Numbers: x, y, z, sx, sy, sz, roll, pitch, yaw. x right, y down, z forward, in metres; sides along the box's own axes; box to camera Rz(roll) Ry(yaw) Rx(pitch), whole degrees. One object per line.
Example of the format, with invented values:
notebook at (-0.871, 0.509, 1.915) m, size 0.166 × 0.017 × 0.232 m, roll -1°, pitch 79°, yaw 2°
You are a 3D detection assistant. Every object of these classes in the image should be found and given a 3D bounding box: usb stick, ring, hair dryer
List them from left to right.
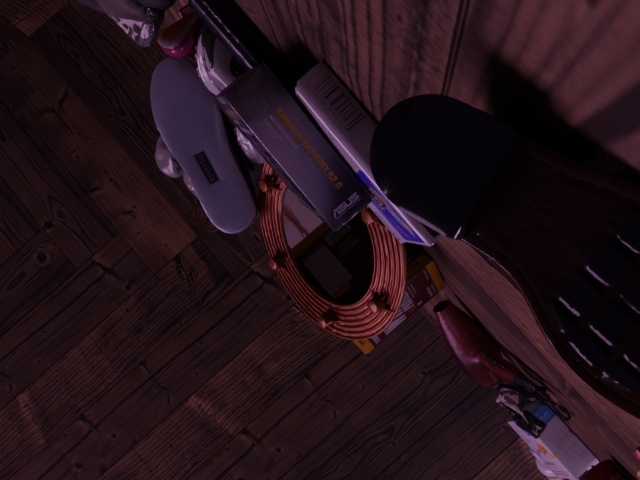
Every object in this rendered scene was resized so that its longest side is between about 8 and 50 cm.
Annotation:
usb stick at (-0.065, -0.217, 0.901) m, size 0.278 × 0.045 × 0.077 m, roll 48°, pitch -173°, yaw -3°
ring at (0.000, 0.000, 1.075) m, size 0.337 × 0.032 × 0.336 m, roll 27°, pitch 127°, yaw 42°
hair dryer at (0.316, 0.212, 1.237) m, size 0.293 × 0.080 × 0.223 m, roll 43°, pitch 162°, yaw 21°

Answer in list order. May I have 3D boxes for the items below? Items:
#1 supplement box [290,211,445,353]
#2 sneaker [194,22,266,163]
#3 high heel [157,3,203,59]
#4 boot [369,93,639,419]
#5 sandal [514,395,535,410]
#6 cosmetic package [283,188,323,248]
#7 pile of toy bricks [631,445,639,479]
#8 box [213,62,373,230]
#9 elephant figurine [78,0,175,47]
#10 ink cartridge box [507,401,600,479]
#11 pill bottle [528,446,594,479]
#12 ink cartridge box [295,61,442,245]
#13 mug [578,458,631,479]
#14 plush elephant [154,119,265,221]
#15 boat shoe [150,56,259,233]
supplement box at (0.077, 0.056, 1.234) m, size 0.194 × 0.191 × 0.129 m, roll 49°, pitch 179°, yaw 31°
sneaker at (-0.102, -0.235, 1.092) m, size 0.108 × 0.100 × 0.271 m, roll 2°, pitch 141°, yaw 31°
high heel at (-0.192, -0.305, 1.118) m, size 0.117 × 0.082 × 0.244 m, roll 59°, pitch -173°, yaw -27°
boot at (0.131, 0.006, 0.341) m, size 0.219 × 0.082 × 0.106 m, roll 44°, pitch -160°, yaw 19°
sandal at (0.450, 0.353, 1.484) m, size 0.067 × 0.040 × 0.179 m, roll 42°, pitch 162°, yaw 32°
cosmetic package at (0.010, -0.032, 1.527) m, size 0.153 × 0.129 × 0.296 m, roll 16°, pitch -162°, yaw -29°
pile of toy bricks at (0.330, 0.256, 0.553) m, size 0.212 × 0.118 × 0.105 m, roll 58°, pitch 151°, yaw 24°
box at (-0.041, -0.113, 0.815) m, size 0.183 × 0.056 × 0.231 m, roll 50°, pitch 178°, yaw -15°
elephant figurine at (-0.236, -0.341, 0.909) m, size 0.240 × 0.169 × 0.186 m, roll 32°, pitch -157°, yaw 23°
ink cartridge box at (0.461, 0.403, 1.361) m, size 0.181 × 0.062 × 0.104 m, roll 48°, pitch 169°, yaw 11°
pill bottle at (0.514, 0.475, 1.469) m, size 0.169 × 0.094 × 0.094 m, roll 48°, pitch 180°, yaw -14°
ink cartridge box at (0.051, -0.084, 0.773) m, size 0.206 × 0.045 × 0.208 m, roll 49°, pitch 178°, yaw -1°
mug at (0.491, 0.432, 1.078) m, size 0.169 × 0.150 × 0.113 m, roll 43°, pitch 140°, yaw 44°
plush elephant at (-0.153, -0.154, 1.358) m, size 0.272 × 0.255 × 0.330 m, roll 48°, pitch 180°, yaw 17°
boat shoe at (-0.183, -0.165, 1.188) m, size 0.306 × 0.113 × 0.105 m, roll 62°, pitch -164°, yaw -10°
